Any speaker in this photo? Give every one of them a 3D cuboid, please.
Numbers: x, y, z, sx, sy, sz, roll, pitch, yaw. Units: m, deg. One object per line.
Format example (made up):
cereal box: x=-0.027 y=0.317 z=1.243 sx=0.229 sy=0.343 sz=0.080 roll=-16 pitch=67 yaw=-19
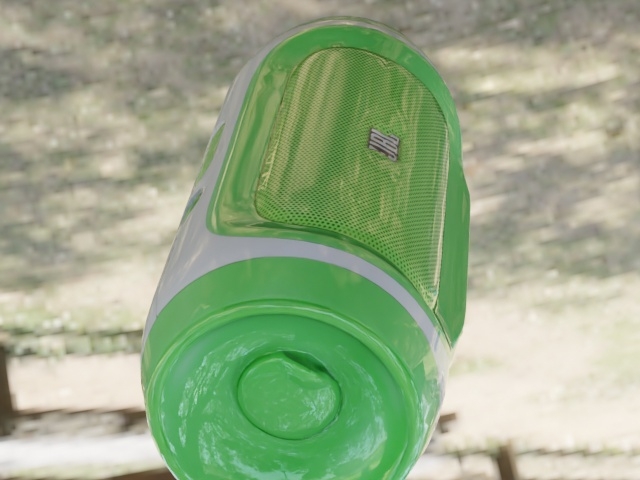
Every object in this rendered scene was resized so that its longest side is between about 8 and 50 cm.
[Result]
speaker: x=0.000 y=0.000 z=0.790 sx=0.131 sy=0.131 sz=0.296 roll=-17 pitch=-155 yaw=14
